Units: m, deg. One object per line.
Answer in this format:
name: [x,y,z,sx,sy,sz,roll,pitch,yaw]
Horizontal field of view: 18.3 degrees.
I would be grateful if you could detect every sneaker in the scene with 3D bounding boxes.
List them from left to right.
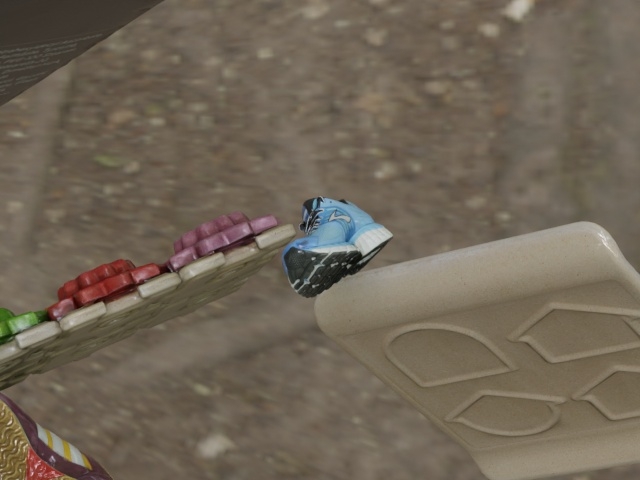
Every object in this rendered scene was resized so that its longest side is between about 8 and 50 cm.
sneaker: [-0.207,0.165,1.419,0.185,0.084,0.069,41,90,5]
sneaker: [0.000,0.000,1.746,0.073,0.162,0.063,48,112,9]

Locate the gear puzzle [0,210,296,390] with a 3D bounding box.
gear puzzle: [-0.187,0.057,1.236,0.339,0.175,0.044,-23,83,-20]

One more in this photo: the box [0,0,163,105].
box: [-0.349,-0.314,1.318,0.297,0.472,0.479,-16,82,-51]

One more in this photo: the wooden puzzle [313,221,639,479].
wooden puzzle: [0.214,0.103,1.921,0.348,0.322,0.080,46,43,-39]
